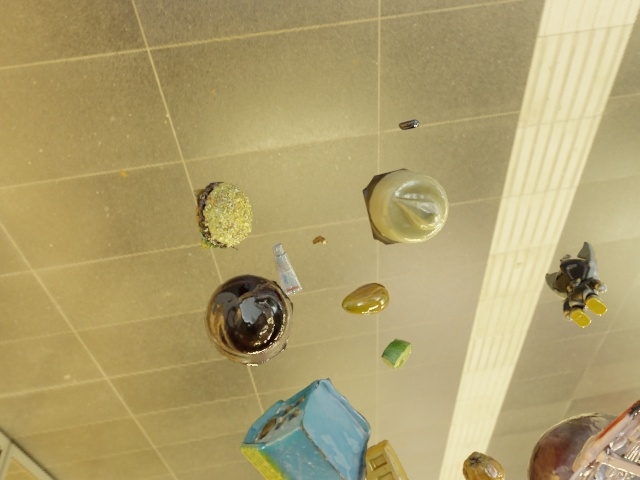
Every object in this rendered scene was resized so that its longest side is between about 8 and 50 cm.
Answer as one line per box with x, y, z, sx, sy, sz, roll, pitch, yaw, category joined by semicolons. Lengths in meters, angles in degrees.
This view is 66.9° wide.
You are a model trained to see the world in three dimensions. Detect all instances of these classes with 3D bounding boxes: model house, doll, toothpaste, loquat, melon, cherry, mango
-0.049;0.555;1.279;0.303;0.215;0.237;-37;99;20;model house
0.681;0.110;1.277;0.103;0.316;0.146;17;116;12;doll
-0.152;0.128;2.076;0.089;0.057;0.234;-19;104;-7;toothpaste
0.513;0.738;1.534;0.113;0.137;0.137;-32;142;-32;loquat
0.276;0.409;1.739;0.118;0.064;0.209;-58;156;-16;melon
0.434;0.373;0.750;0.266;0.183;0.214;30;83;-30;cherry
0.138;0.177;1.423;0.111;0.163;0.090;-6;98;32;mango

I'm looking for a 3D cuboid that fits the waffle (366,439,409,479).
0.161;0.747;1.414;0.221;0.248;0.055;-35;158;14;waffle

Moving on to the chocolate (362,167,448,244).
0.351;-0.136;1.989;0.325;0.297;0.315;-11;97;6;chocolate

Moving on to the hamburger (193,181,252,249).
-0.317;-0.084;1.653;0.138;0.261;0.244;0;103;26;hamburger

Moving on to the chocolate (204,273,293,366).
-0.259;0.284;1.857;0.383;0.384;0.331;4;163;-15;chocolate

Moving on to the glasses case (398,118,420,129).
0.322;-0.419;1.767;0.083;0.023;0.033;-3;159;46;glasses case

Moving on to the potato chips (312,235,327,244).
0.000;0.000;1.949;0.026;0.204;0.037;44;82;-10;potato chips

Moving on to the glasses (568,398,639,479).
0.346;0.233;0.501;0.255;0.095;0.162;2;128;-30;glasses
